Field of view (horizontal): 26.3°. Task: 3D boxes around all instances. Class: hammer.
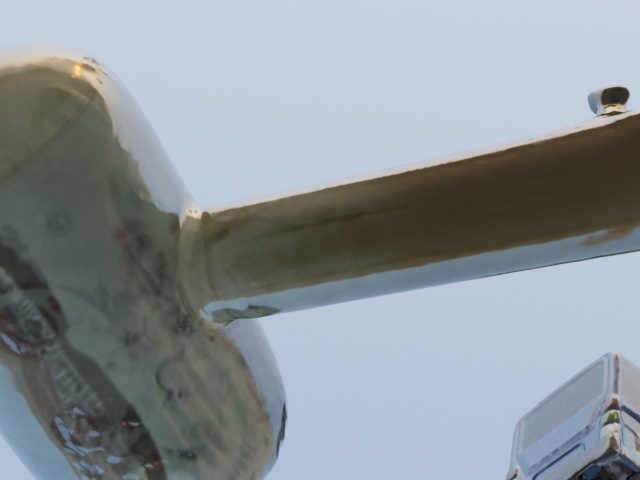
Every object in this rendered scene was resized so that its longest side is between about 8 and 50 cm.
[{"bbox_3d":[0.000,0.000,0.492,0.305,0.202,0.113,-14,-144,19],"label":"hammer"}]

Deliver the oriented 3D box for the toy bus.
[{"bbox_3d":[0.242,0.192,0.908,0.234,0.116,0.134,37,-147,-13],"label":"toy bus"}]
